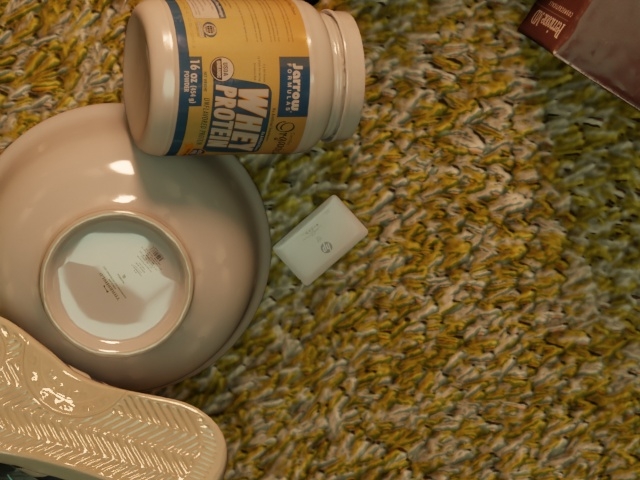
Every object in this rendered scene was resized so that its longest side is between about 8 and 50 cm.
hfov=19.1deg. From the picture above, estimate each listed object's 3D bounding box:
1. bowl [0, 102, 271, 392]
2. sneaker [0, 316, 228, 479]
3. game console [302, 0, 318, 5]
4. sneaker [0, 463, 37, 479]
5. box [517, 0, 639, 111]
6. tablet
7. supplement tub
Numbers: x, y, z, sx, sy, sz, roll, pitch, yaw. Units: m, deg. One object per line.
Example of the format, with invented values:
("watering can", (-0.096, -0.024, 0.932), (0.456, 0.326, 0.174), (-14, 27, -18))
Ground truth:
("bowl", (-0.192, 0.026, 1.796), (0.297, 0.134, 0.298), (-1, 105, -4))
("sneaker", (-0.254, 0.174, 1.755), (0.350, 0.148, 0.131), (25, 67, 7))
("game console", (-0.072, -0.243, 1.772), (0.122, 0.107, 0.071), (-27, 77, 2))
("sneaker", (-0.301, 0.242, 1.858), (0.267, 0.101, 0.106), (-12, 107, -1))
("box", (0.318, -0.227, 1.757), (0.167, 0.168, 0.203), (31, 99, -13))
("tablet", (0.000, 0.000, 1.871), (0.083, 0.006, 0.054), (-41, 104, 6))
("supplement tub", (-0.072, -0.151, 1.745), (0.199, 0.144, 0.144), (-2, 105, -17))
